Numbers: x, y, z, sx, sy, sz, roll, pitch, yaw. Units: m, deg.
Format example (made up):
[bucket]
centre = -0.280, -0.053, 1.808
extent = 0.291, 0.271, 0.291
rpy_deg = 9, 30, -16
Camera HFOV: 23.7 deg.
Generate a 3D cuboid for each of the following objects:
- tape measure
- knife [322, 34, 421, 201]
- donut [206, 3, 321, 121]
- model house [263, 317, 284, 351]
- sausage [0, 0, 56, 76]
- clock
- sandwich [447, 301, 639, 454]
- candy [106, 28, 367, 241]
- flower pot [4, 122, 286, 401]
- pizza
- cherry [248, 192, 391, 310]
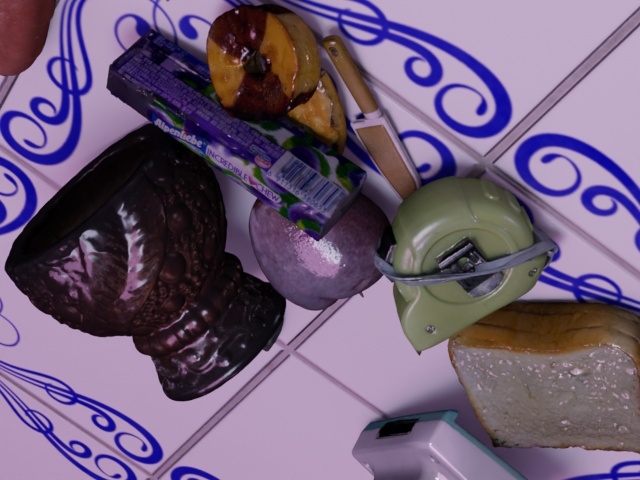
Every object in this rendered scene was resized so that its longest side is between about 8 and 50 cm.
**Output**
[tape measure]
centre = 0.155, 0.018, 1.691
extent = 0.200, 0.106, 0.175
rpy_deg = -27, 122, 12
[knife]
centre = 0.058, -0.129, 1.693
extent = 0.046, 0.022, 0.256
rpy_deg = -9, 132, 28
[donut]
centre = -0.061, -0.192, 1.640
extent = 0.140, 0.059, 0.140
rpy_deg = 18, 118, 38
[model house]
centre = -0.091, 0.108, 2.000
extent = 0.083, 0.066, 0.078
rpy_deg = 29, 137, -3
[sausage]
centre = -0.325, -0.322, 1.674
extent = 0.088, 0.088, 0.433
rpy_deg = 27, 142, 3
[clock]
centre = 0.171, 0.334, 1.986
extent = 0.231, 0.116, 0.262
rpy_deg = 40, 158, -11
[sandwich]
centre = 0.294, 0.173, 1.822
extent = 0.251, 0.087, 0.226
rpy_deg = -1, 130, 32
[candy]
centre = -0.094, -0.119, 1.698
extent = 0.312, 0.088, 0.061
rpy_deg = 36, 146, 12
[flower pot]
centre = -0.194, 0.038, 1.824
extent = 0.267, 0.266, 0.267
rpy_deg = -23, 116, 44
[pizza]
centre = -0.015, -0.138, 1.716
extent = 0.099, 0.036, 0.160
rpy_deg = 22, 142, 20
[cherry]
centre = -0.003, 0.000, 1.775
extent = 0.176, 0.140, 0.176
rpy_deg = 22, 139, 20
